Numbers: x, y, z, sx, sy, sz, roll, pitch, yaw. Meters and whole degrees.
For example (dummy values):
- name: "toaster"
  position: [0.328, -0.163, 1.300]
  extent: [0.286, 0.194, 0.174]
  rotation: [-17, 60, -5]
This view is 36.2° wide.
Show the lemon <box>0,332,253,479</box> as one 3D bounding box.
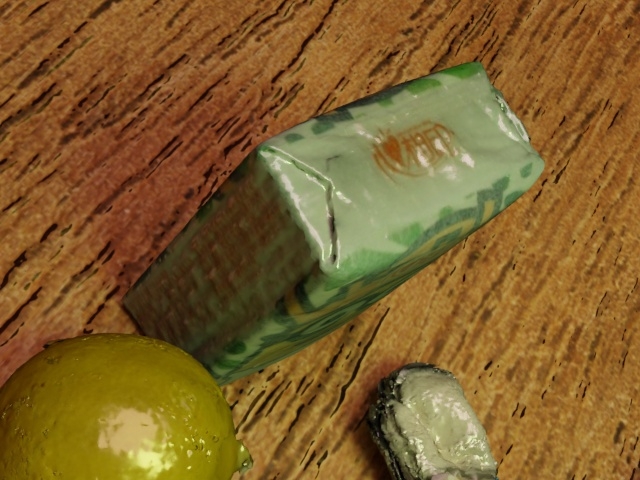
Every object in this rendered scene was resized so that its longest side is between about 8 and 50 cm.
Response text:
- name: "lemon"
  position: [-0.157, 0.153, 0.713]
  extent: [0.206, 0.173, 0.174]
  rotation: [3, 60, -27]

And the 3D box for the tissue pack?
- name: "tissue pack"
  position: [0.000, 0.000, 0.797]
  extent: [0.228, 0.311, 0.128]
  rotation: [-25, 80, -35]

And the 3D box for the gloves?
- name: "gloves"
  position: [0.096, 0.186, 0.891]
  extent: [0.114, 0.070, 0.153]
  rotation: [-10, 66, -25]
